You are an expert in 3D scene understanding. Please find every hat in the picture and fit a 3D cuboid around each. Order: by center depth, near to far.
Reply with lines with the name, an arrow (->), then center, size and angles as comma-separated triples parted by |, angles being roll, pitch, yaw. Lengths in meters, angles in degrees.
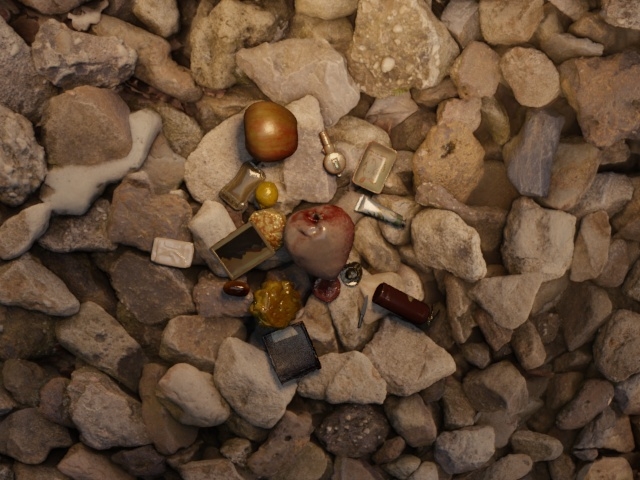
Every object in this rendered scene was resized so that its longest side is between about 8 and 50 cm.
hat -> 0.154, 0.160, 2.020 | 0.121, 0.050, 0.121 | -1, 95, -6

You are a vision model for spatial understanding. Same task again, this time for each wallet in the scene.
wallet -> -0.683, 0.057, 1.937 | 0.182, 0.032, 0.124 | 11, 94, -6
wallet -> -0.138, 0.544, 2.046 | 0.220, 0.071, 0.263 | -22, 96, 3

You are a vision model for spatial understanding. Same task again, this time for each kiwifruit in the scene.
kiwifruit -> -0.394, 0.226, 1.967 | 0.124, 0.075, 0.076 | 5, 98, -10

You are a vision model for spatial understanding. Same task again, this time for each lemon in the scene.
lemon -> -0.244, -0.206, 1.901 | 0.109, 0.109, 0.133 | 26, 83, -8

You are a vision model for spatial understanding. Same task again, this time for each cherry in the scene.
cherry -> -0.012, 0.002, 1.862 | 0.325, 0.291, 0.335 | 4, 112, -29

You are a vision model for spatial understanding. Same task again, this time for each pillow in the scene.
pillow -> -0.353, -0.251, 1.922 | 0.130, 0.033, 0.217 | 42, 93, -9

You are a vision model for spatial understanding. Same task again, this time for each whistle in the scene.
whistle -> 0.051, -0.397, 1.928 | 0.107, 0.057, 0.220 | -22, 98, -1

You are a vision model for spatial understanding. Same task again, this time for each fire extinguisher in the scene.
fire extinguisher -> 0.424, 0.315, 2.038 | 0.337, 0.114, 0.136 | 28, 68, -8

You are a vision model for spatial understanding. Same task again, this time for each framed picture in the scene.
framed picture -> -0.362, 0.047, 1.933 | 0.265, 0.018, 0.192 | -32, 99, 19

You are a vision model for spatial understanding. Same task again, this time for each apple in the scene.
apple -> -0.211, -0.461, 1.797 | 0.233, 0.257, 0.257 | 1, 98, -8

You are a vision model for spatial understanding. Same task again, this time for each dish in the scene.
dish -> 0.245, -0.340, 1.944 | 0.151, 0.077, 0.213 | 23, 95, -10

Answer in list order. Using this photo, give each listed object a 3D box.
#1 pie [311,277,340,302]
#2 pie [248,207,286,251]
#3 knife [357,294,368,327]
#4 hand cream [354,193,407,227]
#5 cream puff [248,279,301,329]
pie -> 0.029, 0.226, 2.023 | 0.153, 0.038, 0.154 | -1, 100, -7
pie -> -0.240, -0.047, 1.935 | 0.178, 0.084, 0.206 | -4, 103, 4
knife -> 0.211, 0.350, 2.072 | 0.023, 0.010, 0.171 | 13, 95, -7
hand cream -> 0.289, -0.130, 1.996 | 0.255, 0.055, 0.088 | 25, 91, -2
cream puff -> -0.210, 0.290, 1.929 | 0.196, 0.244, 0.245 | -12, 101, 33
